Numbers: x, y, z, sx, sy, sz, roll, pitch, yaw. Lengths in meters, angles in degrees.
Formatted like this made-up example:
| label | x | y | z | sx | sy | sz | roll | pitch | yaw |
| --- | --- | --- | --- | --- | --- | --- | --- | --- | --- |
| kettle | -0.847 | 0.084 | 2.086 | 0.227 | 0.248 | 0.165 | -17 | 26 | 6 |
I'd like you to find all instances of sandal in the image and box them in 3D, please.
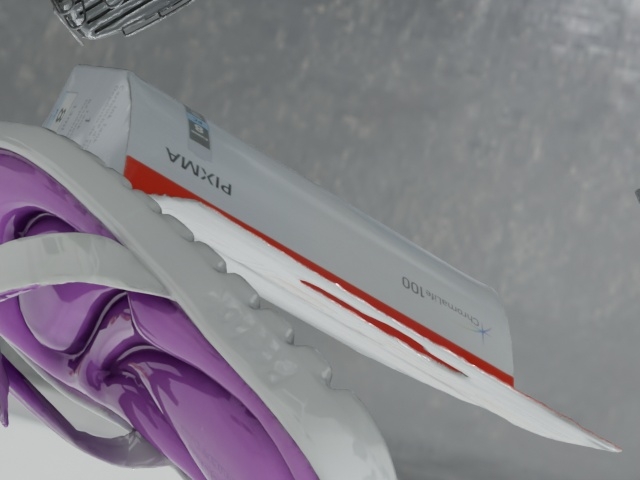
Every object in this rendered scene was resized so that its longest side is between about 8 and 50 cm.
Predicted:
| label | x | y | z | sx | sy | sz | roll | pitch | yaw |
| --- | --- | --- | --- | --- | --- | --- | --- | --- | --- |
| sandal | -0.119 | 0.053 | 0.951 | 0.416 | 0.102 | 0.169 | 28 | 134 | 45 |

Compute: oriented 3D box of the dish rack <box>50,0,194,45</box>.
| label | x | y | z | sx | sy | sz | roll | pitch | yaw |
| --- | --- | --- | --- | --- | --- | --- | --- | --- | --- |
| dish rack | -0.173 | -0.266 | 1.589 | 0.208 | 0.074 | 0.271 | -29 | 144 | 7 |

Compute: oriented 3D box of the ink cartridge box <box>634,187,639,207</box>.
| label | x | y | z | sx | sy | sz | roll | pitch | yaw |
| --- | --- | --- | --- | --- | --- | --- | --- | --- | --- |
| ink cartridge box | 0.348 | 0.022 | 1.304 | 0.189 | 0.066 | 0.232 | -25 | 118 | 12 |

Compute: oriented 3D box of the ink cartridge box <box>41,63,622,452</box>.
| label | x | y | z | sx | sy | sz | roll | pitch | yaw |
| --- | --- | --- | --- | --- | --- | --- | --- | --- | --- |
| ink cartridge box | 0.000 | 0.000 | 1.199 | 0.308 | 0.091 | 0.385 | 31 | 173 | -22 |
